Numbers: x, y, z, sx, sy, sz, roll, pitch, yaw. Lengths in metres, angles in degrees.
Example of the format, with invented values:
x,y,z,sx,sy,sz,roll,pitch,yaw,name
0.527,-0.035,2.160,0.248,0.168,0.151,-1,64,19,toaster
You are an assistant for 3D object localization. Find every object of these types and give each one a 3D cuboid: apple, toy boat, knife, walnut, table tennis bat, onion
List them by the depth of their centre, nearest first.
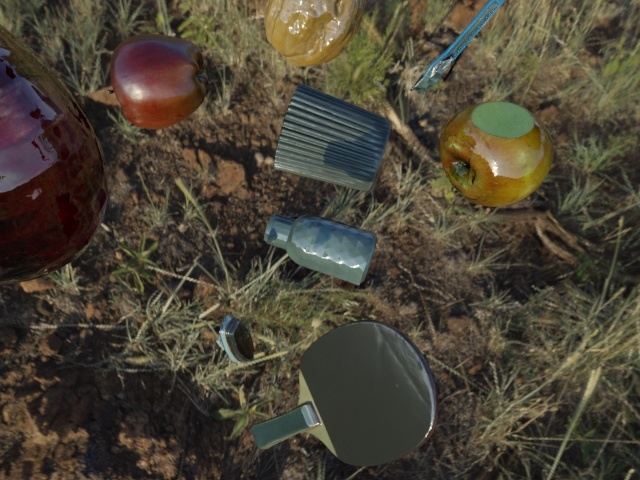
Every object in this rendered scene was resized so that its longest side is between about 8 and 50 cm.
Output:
x,y,z,sx,sy,sz,roll,pitch,yaw,name
-0.309,-0.096,0.473,0.273,0.273,0.285,25,42,4,onion
0.183,-0.092,0.551,0.102,0.099,0.114,-28,52,-19,apple
0.014,0.190,0.602,0.021,0.274,0.154,-5,66,-53,table tennis bat
-0.169,0.194,1.008,0.066,0.140,0.059,12,53,23,toy boat
-0.380,-0.371,1.225,0.234,0.234,0.234,4,62,-8,apple
-0.015,-0.531,1.235,0.225,0.257,0.257,1,56,-47,walnut
0.329,-0.469,1.264,0.044,0.296,0.026,29,30,-24,knife

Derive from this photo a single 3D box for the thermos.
x,y,z,sx,sy,sz,roll,pitch,yaw,name
0.000,0.000,1.376,0.287,0.144,0.182,19,27,6,thermos

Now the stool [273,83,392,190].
x,y,z,sx,sy,sz,roll,pitch,yaw,name
0.043,-0.329,1.746,0.330,0.297,0.297,18,61,0,stool
